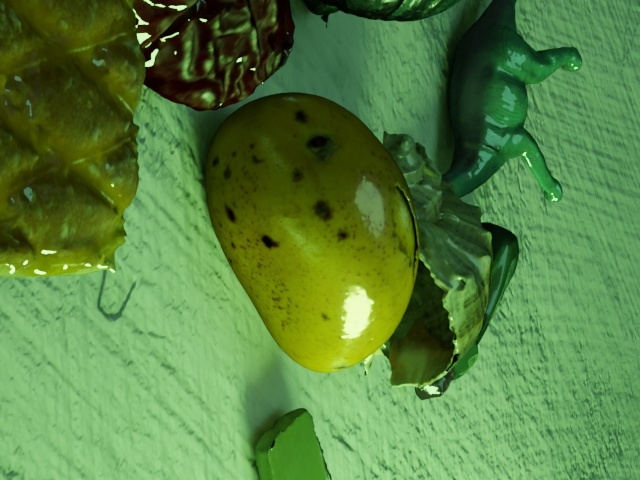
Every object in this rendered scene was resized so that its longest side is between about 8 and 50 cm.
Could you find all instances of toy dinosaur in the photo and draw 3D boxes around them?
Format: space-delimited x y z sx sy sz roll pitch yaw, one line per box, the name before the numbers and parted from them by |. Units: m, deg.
toy dinosaur | 0.179 -0.186 1.899 0.331 0.129 0.383 4 86 -52

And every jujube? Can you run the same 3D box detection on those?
jujube | -0.124 -0.226 1.243 0.342 0.216 0.216 46 51 -62

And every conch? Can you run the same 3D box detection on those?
conch | 0.098 0.013 1.638 0.159 0.210 0.291 -43 143 -33

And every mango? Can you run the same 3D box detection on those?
mango | 0.000 0.000 1.473 0.160 0.191 0.290 -44 133 -44

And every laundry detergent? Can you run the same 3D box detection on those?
laundry detergent | 0.163 0.089 1.852 0.221 0.078 0.144 -60 173 -38

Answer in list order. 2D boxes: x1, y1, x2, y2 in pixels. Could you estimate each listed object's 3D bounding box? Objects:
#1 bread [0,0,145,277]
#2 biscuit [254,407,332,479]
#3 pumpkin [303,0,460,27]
bread | -0.260 -0.115 0.969 0.279 0.207 0.279 -1 91 -62
biscuit | -0.011 0.324 1.600 0.099 0.038 0.322 -39 124 -51
pumpkin | 0.044 -0.301 1.537 0.248 0.248 0.248 -1 91 -61
